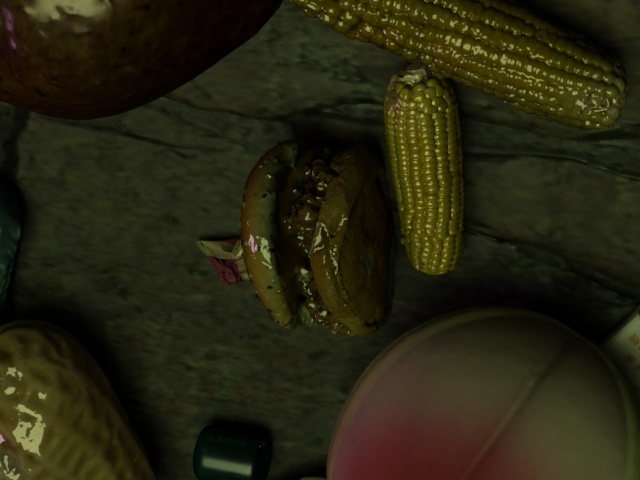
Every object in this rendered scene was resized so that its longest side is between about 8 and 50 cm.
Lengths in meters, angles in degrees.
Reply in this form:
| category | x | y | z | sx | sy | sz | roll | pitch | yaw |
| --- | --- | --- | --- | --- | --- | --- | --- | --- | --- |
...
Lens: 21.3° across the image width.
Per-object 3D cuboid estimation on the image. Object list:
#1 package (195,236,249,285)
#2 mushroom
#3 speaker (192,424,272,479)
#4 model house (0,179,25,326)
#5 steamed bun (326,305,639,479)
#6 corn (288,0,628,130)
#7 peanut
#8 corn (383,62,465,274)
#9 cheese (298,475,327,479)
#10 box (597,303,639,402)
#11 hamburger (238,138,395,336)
| category | x | y | z | sx | sy | sz | roll | pitch | yaw |
| --- | --- | --- | --- | --- | --- | --- | --- | --- | --- |
| package | -0.076 | 0.015 | 1.624 | 0.083 | 0.029 | 0.059 | -13 | 122 | 34 |
| mushroom | -0.160 | -0.264 | 1.297 | 0.334 | 0.331 | 0.356 | -5 | 133 | -7 |
| speaker | -0.091 | 0.235 | 1.734 | 0.075 | 0.060 | 0.094 | 9 | 121 | 12 |
| model house | -0.432 | 0.073 | 1.610 | 0.184 | 0.291 | 0.253 | 29 | 123 | 4 |
| steamed bun | 0.135 | 0.218 | 1.500 | 0.309 | 0.309 | 0.309 | 7 | 120 | 12 |
| corn | 0.108 | -0.180 | 1.424 | 0.319 | 0.097 | 0.097 | 24 | 122 | 0 |
| peanut | -0.255 | 0.226 | 1.724 | 0.140 | 0.153 | 0.325 | 17 | 130 | 53 |
| corn | 0.094 | -0.062 | 1.509 | 0.067 | 0.067 | 0.206 | 2 | 122 | 15 |
| cheese | -0.001 | 0.415 | 1.754 | 0.292 | 0.153 | 0.332 | 40 | 121 | -13 |
| box | 0.275 | 0.169 | 1.608 | 0.122 | 0.032 | 0.220 | 38 | 123 | -4 |
| hamburger | 0.000 | 0.000 | 1.519 | 0.113 | 0.185 | 0.177 | -6 | 79 | 15 |
